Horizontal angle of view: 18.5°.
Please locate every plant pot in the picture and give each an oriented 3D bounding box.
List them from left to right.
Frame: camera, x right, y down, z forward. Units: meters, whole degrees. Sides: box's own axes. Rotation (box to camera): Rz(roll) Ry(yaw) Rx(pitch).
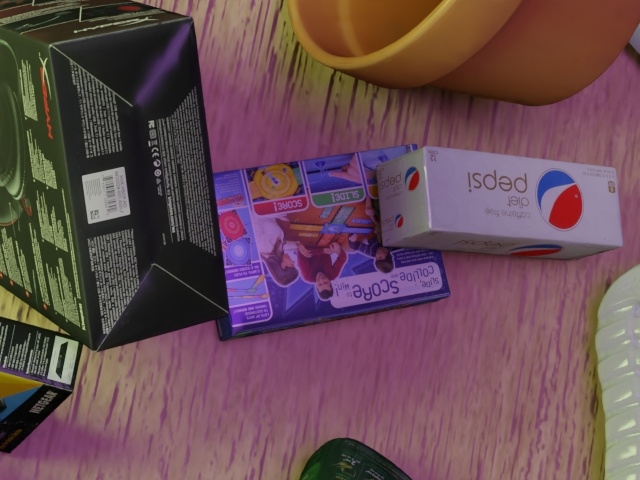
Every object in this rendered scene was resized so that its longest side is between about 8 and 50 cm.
[{"bbox_3d":[0.140,-0.241,1.629,0.203,0.291,0.291,23,70,-33],"label":"plant pot"}]

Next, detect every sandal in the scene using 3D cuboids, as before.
[{"bbox_3d":[0.320,0.222,1.678,0.102,0.169,0.416,26,64,-58],"label":"sandal"}]

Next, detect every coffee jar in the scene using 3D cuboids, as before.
[{"bbox_3d":[0.007,0.244,1.524,0.096,0.079,0.184,36,38,-5],"label":"coffee jar"}]

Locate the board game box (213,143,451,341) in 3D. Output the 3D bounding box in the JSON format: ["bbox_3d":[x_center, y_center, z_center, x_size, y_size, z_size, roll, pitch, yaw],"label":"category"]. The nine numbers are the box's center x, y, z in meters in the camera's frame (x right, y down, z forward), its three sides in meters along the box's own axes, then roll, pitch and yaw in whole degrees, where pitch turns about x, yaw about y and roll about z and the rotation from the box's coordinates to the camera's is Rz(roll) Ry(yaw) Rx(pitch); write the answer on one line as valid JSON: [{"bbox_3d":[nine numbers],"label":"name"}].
[{"bbox_3d":[0.000,0.000,1.637,0.201,0.035,0.136,-9,82,-23],"label":"board game box"}]

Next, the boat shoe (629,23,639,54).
[{"bbox_3d":[0.278,-0.223,1.796,0.142,0.049,0.040,53,33,-2],"label":"boat shoe"}]

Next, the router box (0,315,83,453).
[{"bbox_3d":[-0.262,0.099,1.431,0.133,0.179,0.046,17,64,-17],"label":"router box"}]

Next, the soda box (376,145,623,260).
[{"bbox_3d":[0.154,-0.029,1.662,0.216,0.069,0.074,4,76,-34],"label":"soda box"}]

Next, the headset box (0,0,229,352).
[{"bbox_3d":[-0.186,-0.068,1.433,0.110,0.293,0.218,-14,108,-25],"label":"headset box"}]
